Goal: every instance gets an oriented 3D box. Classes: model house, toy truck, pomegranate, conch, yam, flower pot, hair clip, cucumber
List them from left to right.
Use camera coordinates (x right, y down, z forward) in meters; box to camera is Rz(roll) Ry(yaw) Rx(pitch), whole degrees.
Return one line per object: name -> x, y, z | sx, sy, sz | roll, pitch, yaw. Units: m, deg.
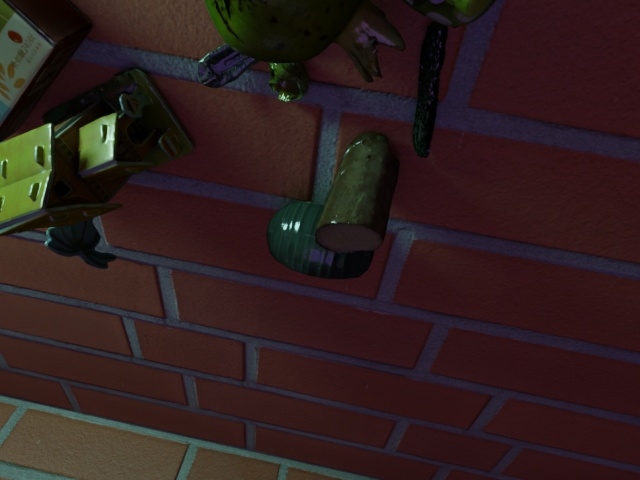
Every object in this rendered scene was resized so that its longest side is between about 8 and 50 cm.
model house -> -0.447, -0.098, 0.910 | 0.300, 0.324, 0.340 | -12, 127, 23
hair clip -> -0.129, -0.347, 0.815 | 0.229, 0.036, 0.066 | -18, 124, 22
conch -> -0.059, -0.297, 0.817 | 0.089, 0.074, 0.121 | 58, 148, 4
pomegranate -> -0.026, -0.364, 0.638 | 0.340, 0.261, 0.260 | 36, 128, -14
flower pot -> 0.000, 0.000, 0.987 | 0.242, 0.189, 0.157 | 12, 92, 9
yam -> 0.078, -0.090, 0.870 | 0.129, 0.238, 0.128 | 17, 147, -1
cucumber -> 0.196, -0.261, 0.815 | 0.043, 0.043, 0.257 | 8, 133, 12
toy truck -> 0.165, -0.388, 0.618 | 0.187, 0.210, 0.148 | 38, 130, 3

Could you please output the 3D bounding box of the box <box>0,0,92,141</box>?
box -> -0.690, -0.406, 0.831 | 0.385, 0.122, 0.344 | -29, 119, 31
